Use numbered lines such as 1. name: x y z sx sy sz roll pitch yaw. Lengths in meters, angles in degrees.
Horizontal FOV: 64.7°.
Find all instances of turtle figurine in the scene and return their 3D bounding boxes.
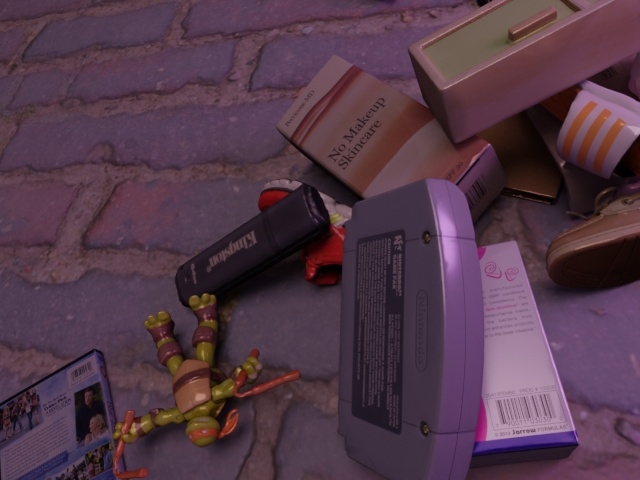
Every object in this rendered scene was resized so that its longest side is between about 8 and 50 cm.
1. turtle figurine: -0.154 0.178 0.668 0.269 0.087 0.217 -31 48 9

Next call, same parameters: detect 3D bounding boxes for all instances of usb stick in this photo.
1. usb stick: -0.104 0.015 0.715 0.278 0.045 0.077 -30 72 27

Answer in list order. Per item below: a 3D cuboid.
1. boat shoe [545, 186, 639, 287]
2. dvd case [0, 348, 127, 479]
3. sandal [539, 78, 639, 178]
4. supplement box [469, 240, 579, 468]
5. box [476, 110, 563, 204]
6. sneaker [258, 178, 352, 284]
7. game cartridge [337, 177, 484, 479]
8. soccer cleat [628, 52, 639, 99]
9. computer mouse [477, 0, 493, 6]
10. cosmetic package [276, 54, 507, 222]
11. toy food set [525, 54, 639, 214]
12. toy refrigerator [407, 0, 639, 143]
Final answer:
1. boat shoe: 0.395 -0.022 0.603 0.285 0.105 0.089 -16 51 -3
2. dvd case: -0.366 0.301 0.704 0.180 0.022 0.253 -30 55 0
3. sandal: 0.302 -0.134 0.601 0.076 0.102 0.265 -36 51 2
4. supplement box: 0.191 0.127 0.566 0.111 0.114 0.220 -12 58 13
5. box: 0.292 -0.155 0.758 0.164 0.021 0.201 17 66 25
6. sneaker: 0.000 0.000 0.718 0.279 0.107 0.118 27 82 33
7. game cartridge: 0.086 0.094 0.536 0.198 0.062 0.297 -11 75 59
8. soccer cleat: 0.411 -0.173 0.600 0.076 0.068 0.196 -11 66 48
9. computer mouse: 0.271 -0.510 0.972 0.071 0.041 0.242 -34 56 -5
10. cosmetic package: 0.093 -0.124 0.726 0.296 0.129 0.153 41 95 34
11. toy food set: 0.391 -0.203 0.707 0.219 0.092 0.306 -21 60 10
12. toy refrigerator: 0.246 -0.230 0.569 0.269 0.094 0.102 -26 49 9
